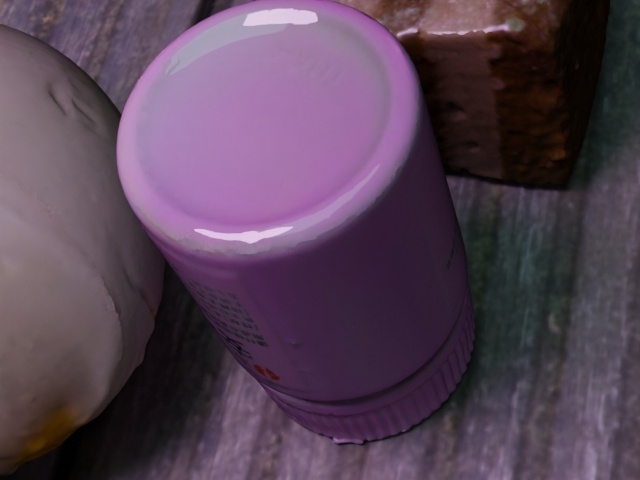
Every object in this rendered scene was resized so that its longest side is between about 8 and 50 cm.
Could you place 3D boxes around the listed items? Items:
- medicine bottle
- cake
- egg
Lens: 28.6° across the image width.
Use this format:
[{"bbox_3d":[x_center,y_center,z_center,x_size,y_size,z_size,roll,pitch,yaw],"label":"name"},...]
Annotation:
[{"bbox_3d":[0.000,0.000,0.802,0.178,0.291,0.178,-6,60,11],"label":"medicine bottle"},{"bbox_3d":[0.066,-0.176,0.945,0.292,0.199,0.196,8,66,21],"label":"cake"},{"bbox_3d":[-0.253,-0.009,0.887,0.283,0.283,0.345,-19,44,4],"label":"egg"}]
